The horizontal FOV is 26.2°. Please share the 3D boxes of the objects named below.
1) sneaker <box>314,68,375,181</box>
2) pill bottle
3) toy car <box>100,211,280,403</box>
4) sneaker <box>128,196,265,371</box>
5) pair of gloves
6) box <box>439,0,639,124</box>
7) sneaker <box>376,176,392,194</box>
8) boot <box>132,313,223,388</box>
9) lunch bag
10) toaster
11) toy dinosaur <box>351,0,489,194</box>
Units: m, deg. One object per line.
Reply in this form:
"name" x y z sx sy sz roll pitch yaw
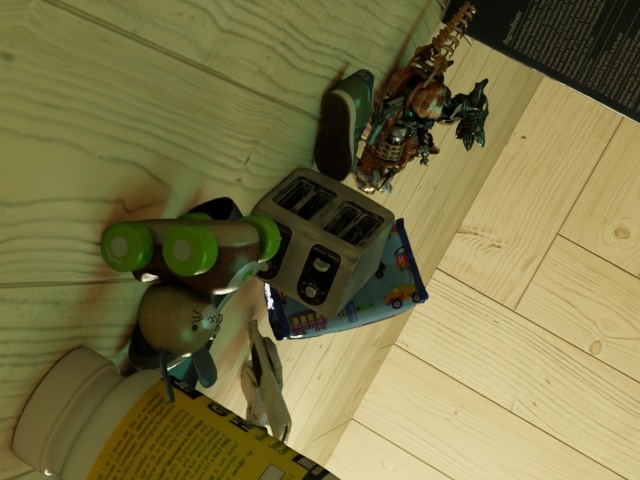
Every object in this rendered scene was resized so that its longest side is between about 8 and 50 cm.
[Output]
"sneaker" 0.044 -0.165 1.941 0.086 0.064 0.192 -48 161 -29
"pill bottle" -0.153 0.256 1.469 0.188 0.334 0.188 -56 168 -18
"toy car" -0.133 0.070 1.427 0.155 0.149 0.188 -11 102 -62
"sneaker" -0.163 0.048 1.611 0.222 0.083 0.118 -51 148 -11
"pair of gloves" -0.098 0.260 2.192 0.240 0.042 0.204 109 -27 -56
"box" 0.449 -0.397 2.278 0.293 0.396 0.212 -43 159 -58
"sneaker" 0.118 -0.105 2.492 0.037 0.032 0.083 -62 169 11
"boot" -0.180 0.166 1.763 0.178 0.085 0.236 -62 170 -6
"lunch bag" 0.031 0.093 2.125 0.221 0.138 0.293 -14 164 -6
"toaster" 0.000 0.000 1.905 0.186 0.168 0.110 -44 159 -52
"toy dinosaur" 0.167 -0.215 2.180 0.322 0.164 0.218 -42 160 27
